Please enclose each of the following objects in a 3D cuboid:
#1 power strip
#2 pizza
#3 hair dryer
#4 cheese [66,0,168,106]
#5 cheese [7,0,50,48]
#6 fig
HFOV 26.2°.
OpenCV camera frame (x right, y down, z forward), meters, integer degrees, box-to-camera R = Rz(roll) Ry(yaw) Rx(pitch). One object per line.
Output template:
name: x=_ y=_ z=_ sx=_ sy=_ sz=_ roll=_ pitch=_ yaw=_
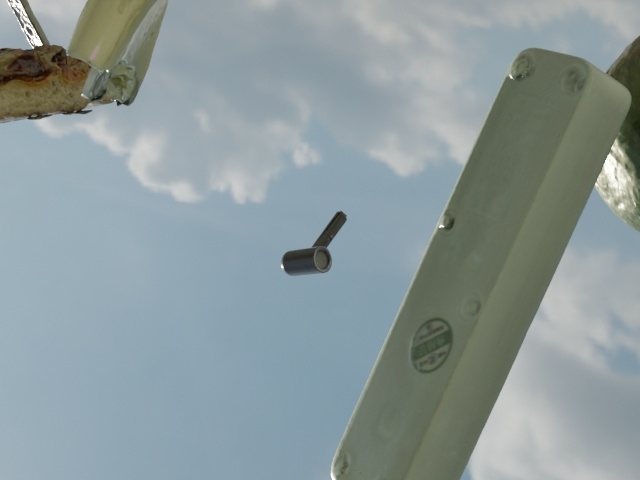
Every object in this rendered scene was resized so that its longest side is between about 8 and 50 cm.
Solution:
power strip: x=0.113 y=0.045 z=1.024 sx=0.062 sy=0.385 sz=0.091 roll=23 pitch=-178 yaw=-35
pizza: x=-0.285 y=-0.140 z=1.238 sx=0.154 sy=0.069 sz=0.194 roll=-3 pitch=-174 yaw=20
hair dryer: x=0.000 y=0.000 z=1.317 sx=0.047 sy=0.026 sz=0.083 roll=-5 pitch=-141 yaw=43
cheese: x=-0.148 y=-0.218 z=1.140 sx=0.049 sy=0.235 sz=0.127 roll=28 pitch=-167 yaw=6
cheese: x=-0.316 y=-0.269 z=1.347 sx=0.037 sy=0.192 sz=0.097 roll=-40 pitch=-146 yaw=-26
fig: x=0.344 y=-0.059 z=1.178 sx=0.203 sy=0.203 sz=0.235 roll=2 pitch=-141 yaw=-21
